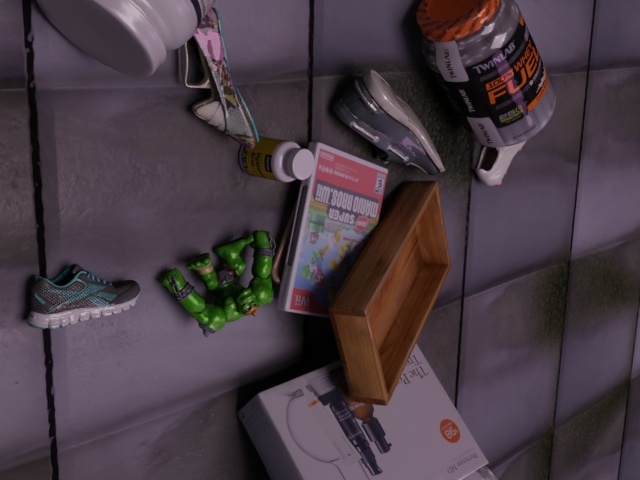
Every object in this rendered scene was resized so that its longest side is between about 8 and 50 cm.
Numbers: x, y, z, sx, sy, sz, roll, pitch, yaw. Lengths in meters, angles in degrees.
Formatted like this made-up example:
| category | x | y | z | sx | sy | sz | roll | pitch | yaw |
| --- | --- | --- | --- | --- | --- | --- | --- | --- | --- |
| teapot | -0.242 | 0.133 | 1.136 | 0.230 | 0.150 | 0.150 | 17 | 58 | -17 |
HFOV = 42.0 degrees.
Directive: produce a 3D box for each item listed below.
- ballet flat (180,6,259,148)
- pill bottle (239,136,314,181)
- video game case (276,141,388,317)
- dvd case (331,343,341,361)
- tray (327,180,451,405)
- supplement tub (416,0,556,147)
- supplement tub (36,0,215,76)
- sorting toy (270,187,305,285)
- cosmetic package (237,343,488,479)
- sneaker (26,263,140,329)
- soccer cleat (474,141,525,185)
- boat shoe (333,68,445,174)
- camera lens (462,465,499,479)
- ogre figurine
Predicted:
| category | x | y | z | sx | sy | sz | roll | pitch | yaw |
| --- | --- | --- | --- | --- | --- | --- | --- | --- | --- |
| ballet flat | -0.159 | -0.228 | 1.213 | 0.079 | 0.077 | 0.221 | -26 | 115 | -20 |
| pill bottle | -0.066 | -0.125 | 1.297 | 0.065 | 0.116 | 0.065 | -15 | 110 | -45 |
| video game case | 0.026 | -0.009 | 1.448 | 0.204 | 0.025 | 0.285 | 14 | 86 | -49 |
| dvd case | 0.118 | 0.194 | 1.658 | 0.221 | 0.018 | 0.164 | 36 | 75 | -47 |
| tray | 0.137 | 0.080 | 1.513 | 0.411 | 0.076 | 0.202 | -56 | 140 | -49 |
| supplement tub | 0.314 | -0.341 | 1.593 | 0.316 | 0.194 | 0.193 | 47 | 66 | -43 |
| supplement tub | -0.204 | -0.359 | 1.029 | 0.191 | 0.191 | 0.272 | 47 | 66 | -43 |
| sorting toy | 0.000 | 0.000 | 1.469 | 0.193 | 0.038 | 0.208 | 28 | 75 | -47 |
| cosmetic package | 0.082 | 0.348 | 1.464 | 0.377 | 0.097 | 0.284 | -16 | 69 | -40 |
| sneaker | -0.316 | 0.067 | 1.124 | 0.166 | 0.065 | 0.076 | -14 | 107 | -46 |
| soccer cleat | 0.399 | -0.210 | 1.818 | 0.076 | 0.068 | 0.196 | 38 | 75 | -42 |
| boat shoe | 0.131 | -0.197 | 1.532 | 0.099 | 0.116 | 0.319 | -32 | 146 | 16 |
| camera lens | 0.250 | 0.592 | 1.757 | 0.274 | 0.219 | 0.219 | -36 | 125 | -36 |
| ogre figurine | -0.141 | 0.067 | 1.293 | 0.197 | 0.097 | 0.118 | -34 | 107 | -55 |
